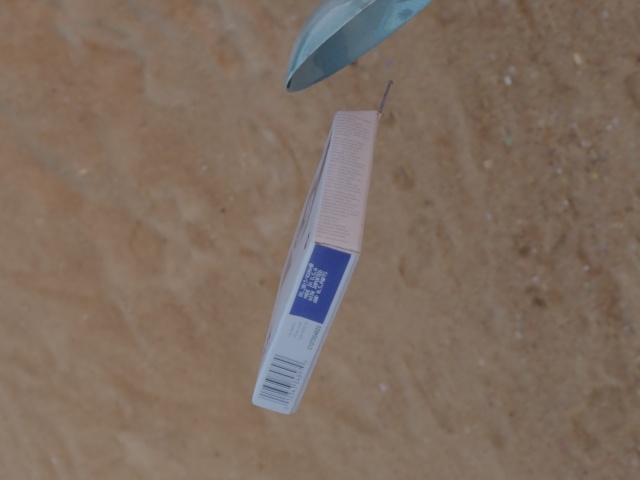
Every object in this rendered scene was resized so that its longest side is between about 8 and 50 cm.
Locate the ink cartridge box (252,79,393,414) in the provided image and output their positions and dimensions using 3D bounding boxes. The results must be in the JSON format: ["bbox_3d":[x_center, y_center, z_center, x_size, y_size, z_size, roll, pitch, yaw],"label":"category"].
[{"bbox_3d":[0.000,0.000,1.162,0.224,0.045,0.223,-78,6,-45],"label":"ink cartridge box"}]

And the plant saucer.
[{"bbox_3d":[0.039,-0.197,1.121,0.037,0.195,0.195,54,157,4],"label":"plant saucer"}]
